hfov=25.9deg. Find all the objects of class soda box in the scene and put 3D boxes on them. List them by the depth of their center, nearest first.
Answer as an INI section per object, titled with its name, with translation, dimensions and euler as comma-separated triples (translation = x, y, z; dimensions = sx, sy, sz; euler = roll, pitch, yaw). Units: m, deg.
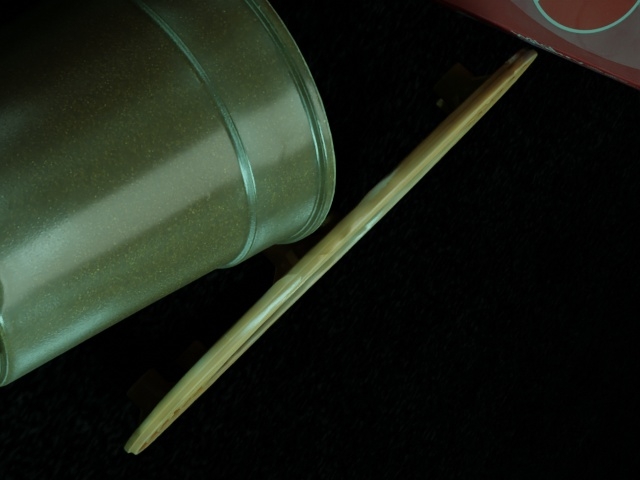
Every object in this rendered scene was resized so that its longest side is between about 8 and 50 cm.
[soda box]
translation = 0.121, -0.157, 0.773
dimensions = 0.083, 0.263, 0.092
euler = 1, 114, -63

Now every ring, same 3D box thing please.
[ring]
translation = 0.000, 0.000, 0.836
dimensions = 0.336, 0.032, 0.336
euler = -45, 179, -2

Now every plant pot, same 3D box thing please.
[plant pot]
translation = -0.110, -0.032, 0.612
dimensions = 0.165, 0.167, 0.167
euler = -34, 145, -30
